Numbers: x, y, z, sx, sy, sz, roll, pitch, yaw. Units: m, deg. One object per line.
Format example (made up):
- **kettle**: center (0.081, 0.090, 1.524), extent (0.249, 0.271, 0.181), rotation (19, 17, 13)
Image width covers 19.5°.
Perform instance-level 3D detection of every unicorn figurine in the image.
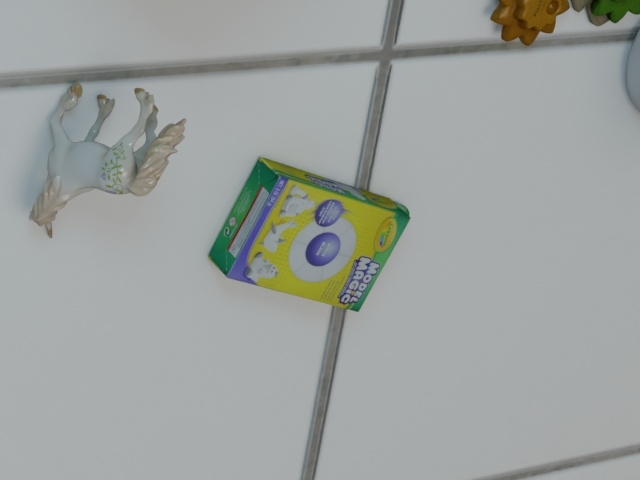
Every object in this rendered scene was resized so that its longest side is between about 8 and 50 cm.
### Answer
- **unicorn figurine**: center (-0.177, -0.062, 1.444), extent (0.060, 0.162, 0.111), rotation (23, 77, -36)

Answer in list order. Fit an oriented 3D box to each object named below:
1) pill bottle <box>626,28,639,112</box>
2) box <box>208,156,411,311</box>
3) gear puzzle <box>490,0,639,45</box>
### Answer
- **pill bottle**: center (0.406, -0.120, 1.678), extent (0.146, 0.264, 0.146), rotation (-17, 127, -24)
- **box**: center (0.000, 0.000, 1.636), extent (0.179, 0.043, 0.105), rotation (15, 110, -41)
- **gear puzzle**: center (0.290, -0.280, 1.646), extent (0.339, 0.044, 0.175), rotation (-32, 131, -13)
